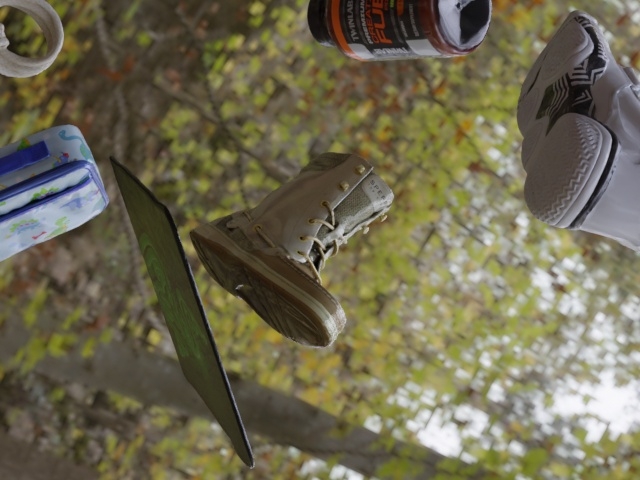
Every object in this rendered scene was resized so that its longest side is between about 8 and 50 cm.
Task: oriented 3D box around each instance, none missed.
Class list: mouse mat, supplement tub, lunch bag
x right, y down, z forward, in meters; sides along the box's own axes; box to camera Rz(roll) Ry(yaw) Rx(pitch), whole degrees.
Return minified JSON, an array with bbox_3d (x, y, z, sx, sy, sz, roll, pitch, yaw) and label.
[{"bbox_3d":[-0.081,0.035,0.874,0.007,0.153,0.189,-20,-163,-11],"label":"mouse mat"},{"bbox_3d":[0.078,-0.244,1.645,0.198,0.106,0.106,3,-112,45],"label":"supplement tub"},{"bbox_3d":[-0.384,-0.054,1.933,0.219,0.176,0.090,-23,-110,-9],"label":"lunch bag"}]

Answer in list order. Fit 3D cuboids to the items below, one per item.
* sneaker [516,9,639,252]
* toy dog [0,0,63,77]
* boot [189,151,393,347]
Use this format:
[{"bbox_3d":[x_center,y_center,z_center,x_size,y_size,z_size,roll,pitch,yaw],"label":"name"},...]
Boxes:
[{"bbox_3d":[0.348,-0.114,1.788,0.137,0.210,0.366,-55,-164,37],"label":"sneaker"},{"bbox_3d":[-0.398,-0.244,1.451,0.220,0.334,0.161,-36,-163,-7],"label":"toy dog"},{"bbox_3d":[0.000,0.000,1.337,0.165,0.077,0.213,-33,-146,-18],"label":"boot"}]
